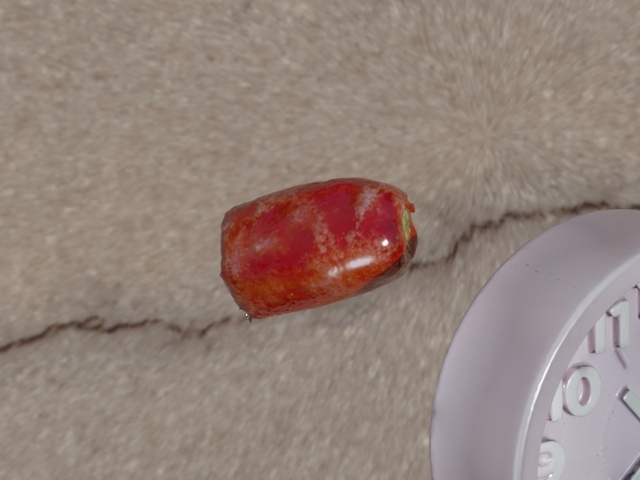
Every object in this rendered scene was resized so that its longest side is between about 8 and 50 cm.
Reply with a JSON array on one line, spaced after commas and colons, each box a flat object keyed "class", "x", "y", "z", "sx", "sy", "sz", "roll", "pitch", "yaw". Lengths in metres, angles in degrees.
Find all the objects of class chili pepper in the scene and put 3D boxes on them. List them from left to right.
[{"class": "chili pepper", "x": 0.000, "y": 0.000, "z": 0.901, "sx": 0.123, "sy": 0.073, "sz": 0.070, "roll": -14, "pitch": 114, "yaw": 28}]

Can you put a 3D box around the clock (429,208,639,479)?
[{"class": "clock", "x": 0.149, "y": 0.086, "z": 0.709, "sx": 0.197, "sy": 0.068, "sz": 0.196, "roll": -6, "pitch": 102, "yaw": -29}]
